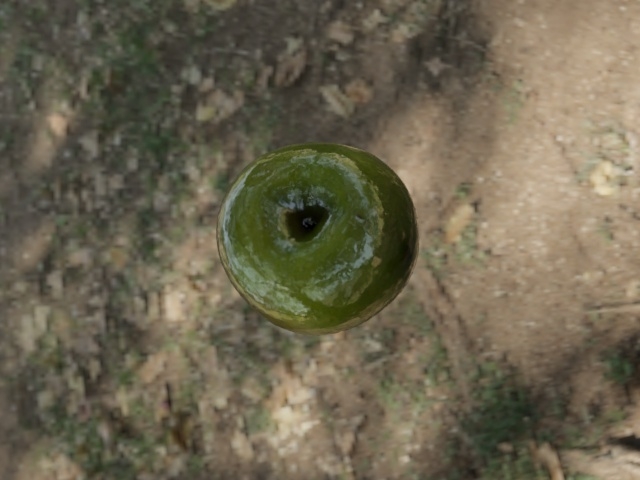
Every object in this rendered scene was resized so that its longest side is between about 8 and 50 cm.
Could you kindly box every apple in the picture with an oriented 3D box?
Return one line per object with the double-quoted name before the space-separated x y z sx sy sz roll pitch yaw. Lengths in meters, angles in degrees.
"apple" 0.000 0.000 1.394 0.196 0.157 0.196 -4 76 15
